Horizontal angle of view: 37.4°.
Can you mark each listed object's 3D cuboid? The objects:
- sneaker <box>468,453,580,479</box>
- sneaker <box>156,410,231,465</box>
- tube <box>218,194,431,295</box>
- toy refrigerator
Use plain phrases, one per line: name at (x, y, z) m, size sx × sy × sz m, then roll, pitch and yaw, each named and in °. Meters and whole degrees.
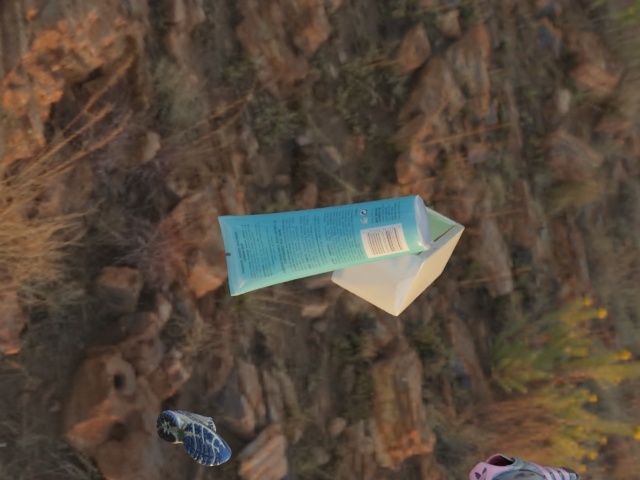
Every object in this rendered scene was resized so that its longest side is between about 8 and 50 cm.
sneaker at (0.352, 0.409, 1.616) m, size 0.112 × 0.131 × 0.319 m, roll -53°, pitch 155°, yaw 9°
sneaker at (-0.161, 0.261, 1.288) m, size 0.058 × 0.135 × 0.052 m, roll -5°, pitch 110°, yaw -47°
tube at (0.000, 0.000, 0.911) m, size 0.052 × 0.207 × 0.080 m, roll 1°, pitch 80°, yaw -71°
toy refrigerator at (0.117, 0.012, 1.328) m, size 0.094 × 0.102 × 0.269 m, roll -65°, pitch 166°, yaw 18°
